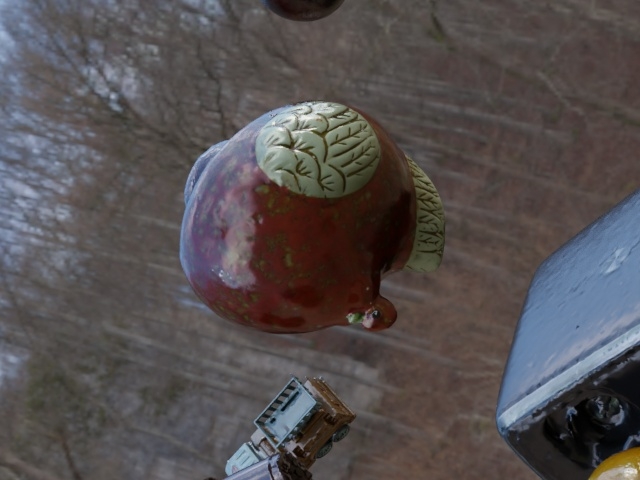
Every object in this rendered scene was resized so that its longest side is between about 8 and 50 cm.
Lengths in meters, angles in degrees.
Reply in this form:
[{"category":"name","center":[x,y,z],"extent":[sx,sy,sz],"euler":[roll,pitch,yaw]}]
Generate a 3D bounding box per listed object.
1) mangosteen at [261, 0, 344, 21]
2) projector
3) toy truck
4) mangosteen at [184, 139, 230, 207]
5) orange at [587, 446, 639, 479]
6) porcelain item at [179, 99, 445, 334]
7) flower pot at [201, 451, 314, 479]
[{"category":"mangosteen","center":[-0.026,-0.338,1.273],"extent":[0.140,0.140,0.140],"euler":[12,-90,-69]},{"category":"projector","center":[0.449,0.101,1.286],"extent":[0.395,0.242,0.405],"euler":[-44,9,35]},{"category":"toy truck","center":[-0.051,0.265,1.355],"extent":[0.177,0.080,0.115],"euler":[-49,-29,6]},{"category":"mangosteen","center":[-0.103,-0.064,1.319],"extent":[0.152,0.153,0.152],"euler":[12,-90,-69]},{"category":"orange","center":[0.351,0.286,1.076],"extent":[0.156,0.156,0.124],"euler":[-58,-22,-43]},{"category":"porcelain item","center":[0.000,0.000,0.983],"extent":[0.253,0.253,0.252],"euler":[12,-90,-69]},{"category":"flower pot","center":[-0.050,0.249,0.971],"extent":[0.089,0.111,0.111],"euler":[-37,-17,12]}]
